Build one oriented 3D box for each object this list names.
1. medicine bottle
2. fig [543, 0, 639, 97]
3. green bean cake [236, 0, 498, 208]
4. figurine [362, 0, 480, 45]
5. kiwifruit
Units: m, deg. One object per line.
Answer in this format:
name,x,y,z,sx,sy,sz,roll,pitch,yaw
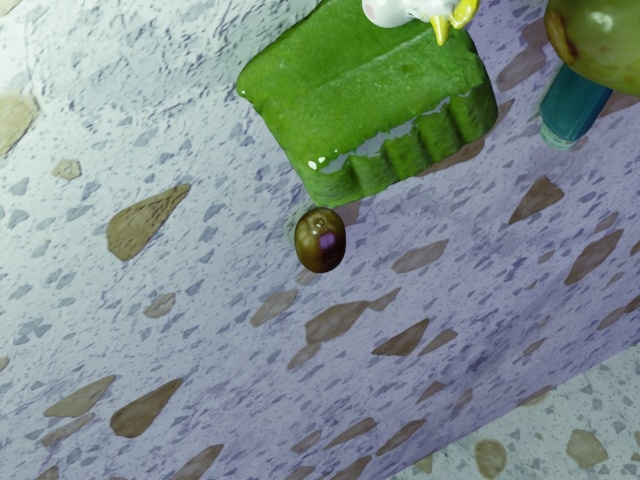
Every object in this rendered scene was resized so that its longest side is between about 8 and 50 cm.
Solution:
medicine bottle,0.371,-0.222,2.395,0.124,0.079,0.258,-28,158,-28
fig,0.441,-0.293,2.131,0.326,0.258,0.258,-11,150,-21
green bean cake,0.047,-0.168,1.838,0.248,0.222,0.125,-29,151,-2
figurine,0.100,-0.283,1.751,0.130,0.178,0.109,-14,160,21
kiwifruit,0.000,0.000,2.306,0.075,0.075,0.124,-33,155,-8
